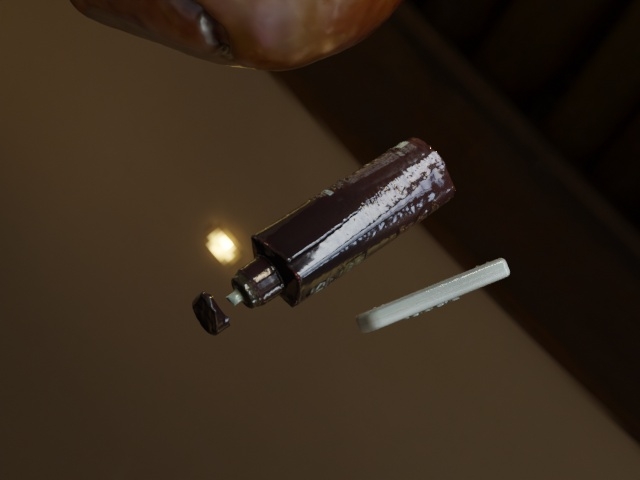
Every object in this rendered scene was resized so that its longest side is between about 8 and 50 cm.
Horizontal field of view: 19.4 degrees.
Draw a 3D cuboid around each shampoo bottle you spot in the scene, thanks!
[{"bbox_3d":[0.001,0.000,1.484,0.067,0.236,0.068,41,-25,35],"label":"shampoo bottle"}]

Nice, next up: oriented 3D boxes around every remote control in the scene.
[{"bbox_3d":[0.134,0.069,2.273,0.087,0.190,0.029,146,-78,-78],"label":"remote control"}]

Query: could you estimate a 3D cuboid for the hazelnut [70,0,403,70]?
[{"bbox_3d":[-0.064,-0.297,1.430,0.372,0.315,0.372,22,-51,30],"label":"hazelnut"}]
